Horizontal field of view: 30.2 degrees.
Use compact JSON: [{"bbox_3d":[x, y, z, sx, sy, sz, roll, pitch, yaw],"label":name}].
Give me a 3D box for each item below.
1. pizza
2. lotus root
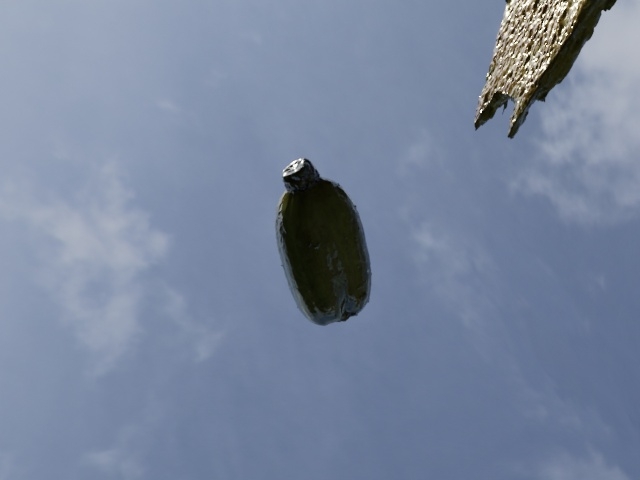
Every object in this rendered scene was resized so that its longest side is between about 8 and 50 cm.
[{"bbox_3d":[0.251,-0.224,1.325,0.181,0.034,0.262,-6,-121,59],"label":"pizza"},{"bbox_3d":[0.000,0.000,1.216,0.090,0.077,0.183,-25,-68,-23],"label":"lotus root"}]
